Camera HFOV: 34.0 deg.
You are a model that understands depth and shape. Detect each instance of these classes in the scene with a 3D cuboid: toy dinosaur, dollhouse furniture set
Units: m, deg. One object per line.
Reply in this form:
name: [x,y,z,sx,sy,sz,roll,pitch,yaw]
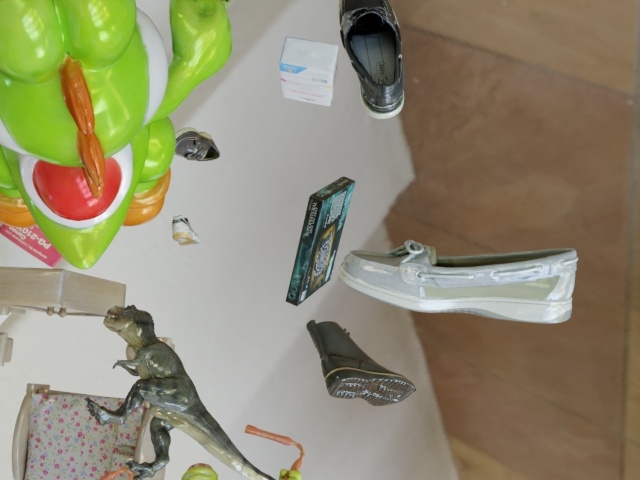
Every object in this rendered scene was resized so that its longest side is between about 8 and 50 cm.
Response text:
toy dinosaur: [-0.172,0.183,1.115,0.268,0.118,0.064,50,155,12]
dollhouse furniture set: [-0.359,0.217,1.297,0.303,0.356,0.174,2,171,18]

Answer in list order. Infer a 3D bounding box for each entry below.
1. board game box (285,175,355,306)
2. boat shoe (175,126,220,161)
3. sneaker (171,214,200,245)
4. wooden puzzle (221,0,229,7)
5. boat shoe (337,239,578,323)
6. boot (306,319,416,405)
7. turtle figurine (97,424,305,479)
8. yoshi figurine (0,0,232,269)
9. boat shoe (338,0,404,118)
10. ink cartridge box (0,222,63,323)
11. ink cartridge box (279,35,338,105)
board game box: [0.000,0.000,1.657,0.026,0.126,0.186,22,115,18]
boat shoe: [-0.227,-0.172,1.914,0.049,0.056,0.152,41,-161,14]
sneaker: [-0.189,-0.015,1.467,0.032,0.037,0.083,-10,169,1]
wooden puzzle: [-0.141,-0.526,2.048,0.044,0.239,0.221,39,171,-9]
boat shoe: [0.185,0.042,1.425,0.320,0.103,0.118,8,-170,8]
boot: [0.071,0.202,1.782,0.198,0.077,0.137,22,-146,-44]
turtle figurine: [-0.136,0.328,1.153,0.217,0.269,0.087,-106,8,-46]
yoshi figurine: [-0.172,-0.128,0.696,0.203,0.203,0.362,38,163,-1]
boat shoe: [0.104,-0.424,2.163,0.127,0.340,0.113,-5,158,2]
ink cartridge box: [-0.465,0.014,1.556,0.100,0.237,0.172,38,-160,-24]
ink cartridge box: [-0.022,-0.329,2.053,0.104,0.062,0.181,12,167,2]
